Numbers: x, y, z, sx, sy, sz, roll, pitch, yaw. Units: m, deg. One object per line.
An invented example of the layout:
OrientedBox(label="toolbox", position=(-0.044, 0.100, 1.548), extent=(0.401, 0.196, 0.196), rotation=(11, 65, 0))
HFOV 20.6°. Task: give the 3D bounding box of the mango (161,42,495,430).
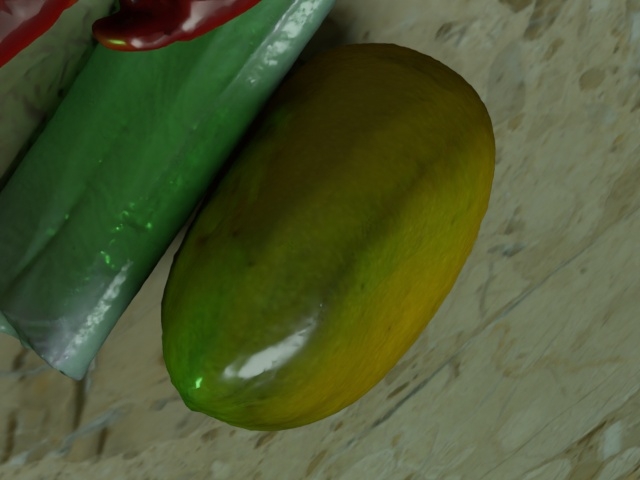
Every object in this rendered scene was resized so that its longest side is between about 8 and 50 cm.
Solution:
OrientedBox(label="mango", position=(0.000, 0.000, 0.747), extent=(0.176, 0.119, 0.317), rotation=(-53, 178, 15))

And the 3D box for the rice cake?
OrientedBox(label="rice cake", position=(-0.069, -0.044, 0.705), extent=(0.222, 0.080, 0.042), rotation=(-55, 150, 16))

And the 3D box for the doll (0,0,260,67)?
OrientedBox(label="doll", position=(-0.033, -0.162, 0.581), extent=(0.384, 0.099, 0.188), rotation=(-26, 130, -30))
